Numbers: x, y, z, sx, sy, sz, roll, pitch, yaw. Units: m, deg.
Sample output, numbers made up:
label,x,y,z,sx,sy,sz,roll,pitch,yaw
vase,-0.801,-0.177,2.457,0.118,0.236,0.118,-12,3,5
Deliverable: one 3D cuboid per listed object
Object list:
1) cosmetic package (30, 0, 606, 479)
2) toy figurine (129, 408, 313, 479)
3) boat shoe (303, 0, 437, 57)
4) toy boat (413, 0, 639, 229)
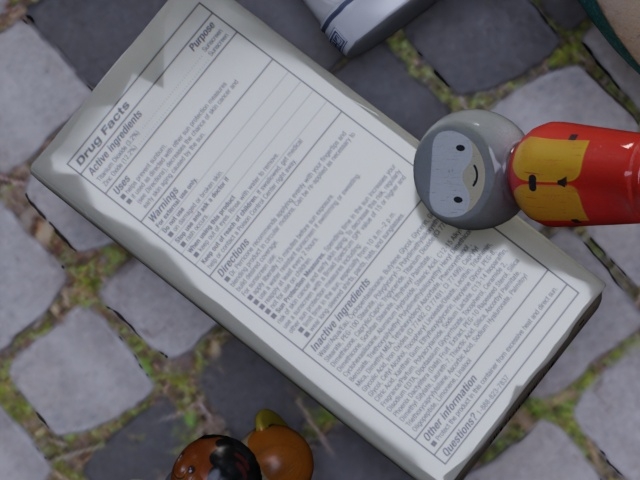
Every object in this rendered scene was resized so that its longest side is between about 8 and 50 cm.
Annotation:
label,x,y,z,sx,sy,sz,roll,pitch,yaw
cosmetic package,0.000,0.000,1.160,0.309,0.113,0.160,39,86,10
toy figurine,-0.020,0.201,1.080,0.209,0.213,0.148,45,99,14
boat shoe,0.093,-0.222,1.195,0.258,0.095,0.084,-37,85,-3
toy boat,0.167,-0.139,1.091,0.148,0.267,0.318,5,57,39
